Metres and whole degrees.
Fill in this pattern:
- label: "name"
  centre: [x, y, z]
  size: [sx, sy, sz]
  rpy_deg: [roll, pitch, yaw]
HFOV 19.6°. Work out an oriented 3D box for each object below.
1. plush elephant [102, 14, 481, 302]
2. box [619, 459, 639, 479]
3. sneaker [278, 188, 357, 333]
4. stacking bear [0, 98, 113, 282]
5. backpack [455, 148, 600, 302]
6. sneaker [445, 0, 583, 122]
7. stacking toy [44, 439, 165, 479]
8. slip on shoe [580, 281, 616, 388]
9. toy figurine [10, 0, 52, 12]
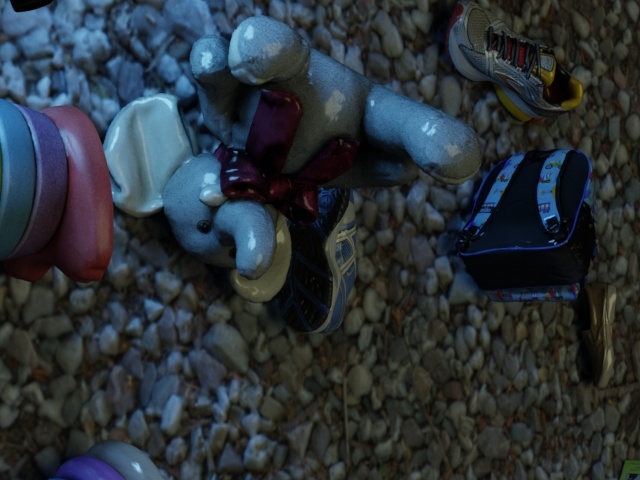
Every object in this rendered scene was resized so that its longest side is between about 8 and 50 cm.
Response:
- label: "plush elephant"
  centre: [-0.059, -0.070, 1.823]
  size: [0.272, 0.330, 0.255]
  rpy_deg: [27, 92, -27]
- label: "box"
  centre: [0.405, 0.405, 2.381]
  size: [0.087, 0.058, 0.232]
  rpy_deg: [39, 61, -36]
- label: "sneaker"
  centre: [0.000, 0.000, 1.997]
  size: [0.081, 0.080, 0.211]
  rpy_deg: [31, 66, -63]
- label: "stacking bear"
  centre: [-0.345, -0.049, 1.592]
  size: [0.289, 0.175, 0.164]
  rpy_deg: [3, 88, -38]
- label: "backpack"
  centre: [0.258, -0.024, 2.198]
  size: [0.117, 0.158, 0.173]
  rpy_deg: [58, 39, -36]
- label: "sneaker"
  centre: [0.234, -0.222, 2.219]
  size: [0.225, 0.092, 0.088]
  rpy_deg: [32, 66, -39]
- label: "stacking toy"
  centre: [-0.289, 0.300, 1.656]
  size: [0.330, 0.141, 0.141]
  rpy_deg: [-23, 104, -36]
- label: "slip on shoe"
  centre: [0.351, 0.120, 2.357]
  size: [0.041, 0.051, 0.135]
  rpy_deg: [4, 94, -5]
- label: "toy figurine"
  centre: [-0.345, -0.237, 1.510]
  size: [0.209, 0.213, 0.148]
  rpy_deg: [-9, 77, -48]
